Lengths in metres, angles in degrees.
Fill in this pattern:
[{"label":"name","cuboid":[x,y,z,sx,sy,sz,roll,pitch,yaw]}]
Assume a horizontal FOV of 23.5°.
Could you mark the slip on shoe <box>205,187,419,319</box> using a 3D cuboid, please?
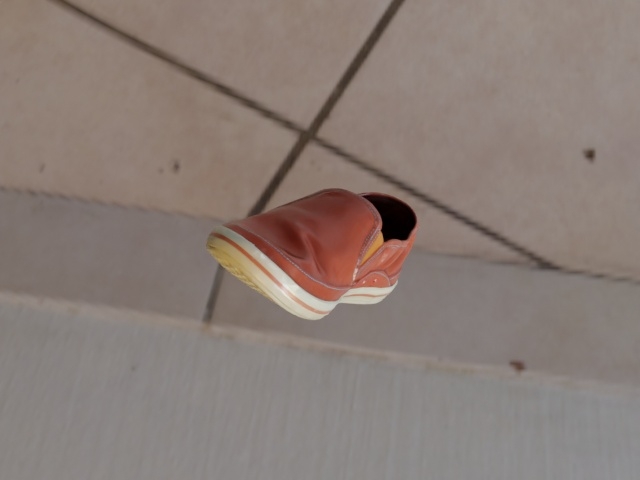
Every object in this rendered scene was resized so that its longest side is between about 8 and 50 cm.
[{"label":"slip on shoe","cuboid":[0.000,0.000,1.374,0.123,0.331,0.101,36,105,19]}]
